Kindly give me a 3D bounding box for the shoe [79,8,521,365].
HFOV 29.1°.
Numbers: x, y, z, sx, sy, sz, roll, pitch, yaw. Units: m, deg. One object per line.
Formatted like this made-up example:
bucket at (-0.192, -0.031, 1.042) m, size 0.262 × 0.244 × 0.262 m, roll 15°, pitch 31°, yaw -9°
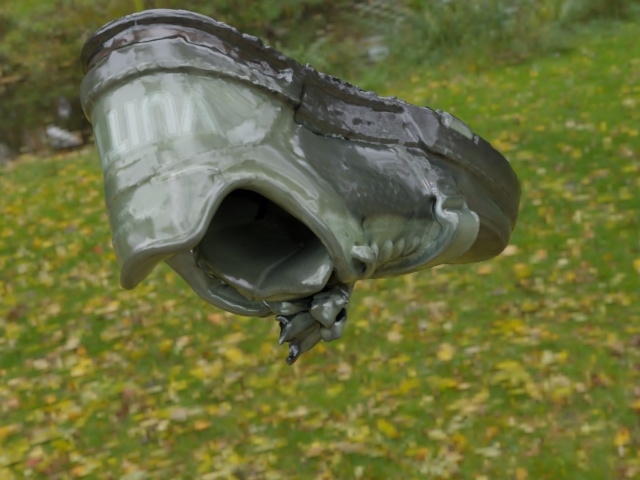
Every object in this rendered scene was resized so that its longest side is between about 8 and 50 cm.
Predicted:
shoe at (0.002, 0.000, 0.640) m, size 0.293 × 0.149 × 0.109 m, roll 20°, pitch -34°, yaw -39°
